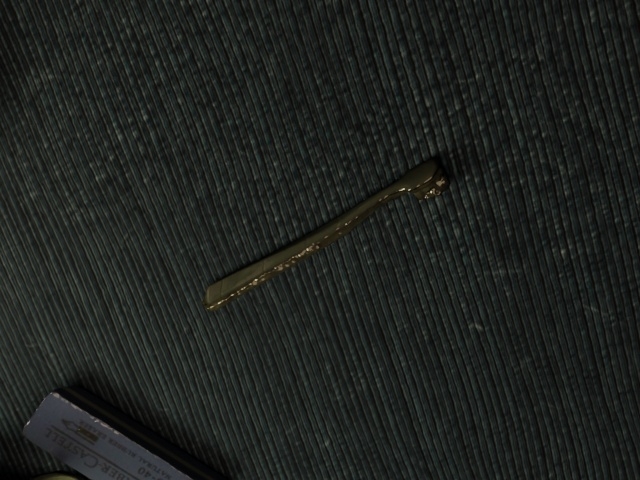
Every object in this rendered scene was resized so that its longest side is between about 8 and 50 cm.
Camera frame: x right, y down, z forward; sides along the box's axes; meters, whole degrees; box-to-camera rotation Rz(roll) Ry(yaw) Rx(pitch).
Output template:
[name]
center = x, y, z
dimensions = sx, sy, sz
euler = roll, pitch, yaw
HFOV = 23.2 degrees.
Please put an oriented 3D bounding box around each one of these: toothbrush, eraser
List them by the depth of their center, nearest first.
[toothbrush]
center = 0.000, 0.000, 1.516
dimensions = 0.297, 0.030, 0.030
euler = -29, 121, 26
[eraser]
center = -0.212, 0.238, 1.707
dimensions = 0.225, 0.036, 0.082
euler = 34, 121, -8

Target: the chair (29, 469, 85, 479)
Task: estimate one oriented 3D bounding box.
[chair]
center = -0.414, 0.315, 1.731
dimensions = 0.275, 0.190, 0.203
euler = 23, 125, 8
